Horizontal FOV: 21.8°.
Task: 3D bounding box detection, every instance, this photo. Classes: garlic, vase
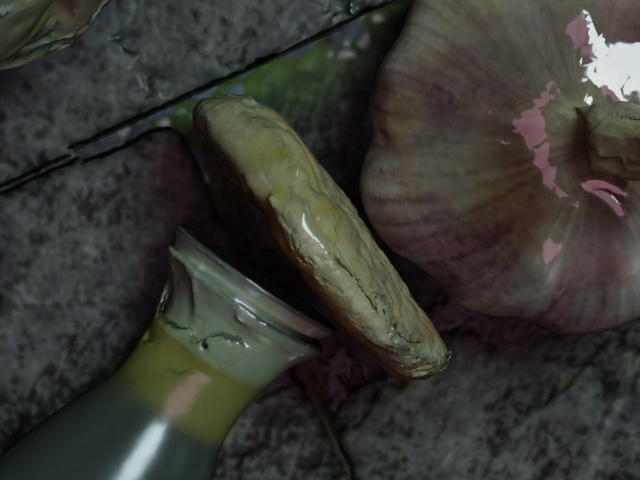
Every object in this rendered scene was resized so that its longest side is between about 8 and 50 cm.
[{"bbox_3d":[0.157,-0.054,0.952,0.245,0.253,0.245,-2,101,-11],"label":"garlic"},{"bbox_3d":[-0.127,0.153,1.021,0.173,0.173,0.321,36,93,-11],"label":"vase"}]

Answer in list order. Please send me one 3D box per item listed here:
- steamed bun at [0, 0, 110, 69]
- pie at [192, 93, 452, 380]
[{"bbox_3d":[-0.236,-0.219,0.909,0.268,0.207,0.280,-17,81,-43],"label":"steamed bun"},{"bbox_3d":[0.003,-0.002,0.985,0.052,0.185,0.218,-37,97,-1],"label":"pie"}]
